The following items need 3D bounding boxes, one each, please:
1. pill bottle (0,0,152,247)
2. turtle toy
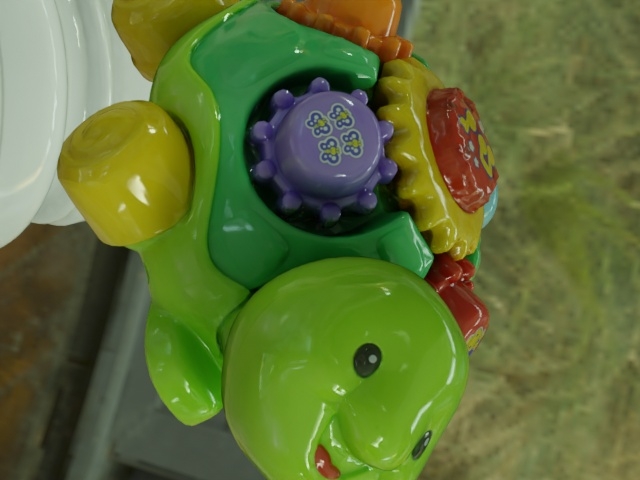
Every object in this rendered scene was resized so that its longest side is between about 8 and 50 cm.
[{"bbox_3d":[-0.205,-0.066,0.810,0.283,0.160,0.160,-5,102,-36],"label":"pill bottle"},{"bbox_3d":[0.000,0.000,0.381,0.095,0.066,0.130,57,27,-33],"label":"turtle toy"}]
